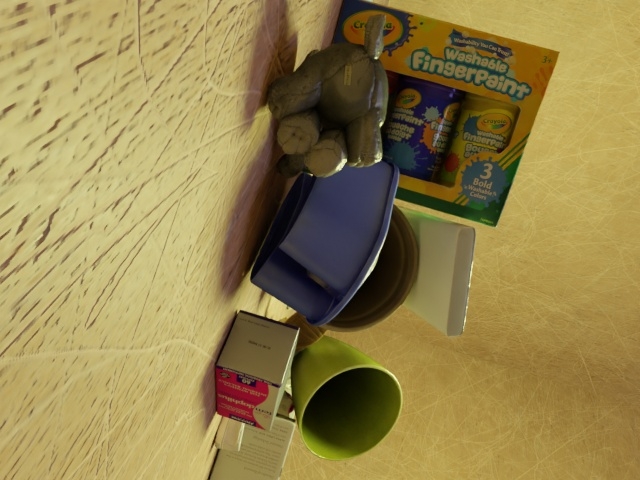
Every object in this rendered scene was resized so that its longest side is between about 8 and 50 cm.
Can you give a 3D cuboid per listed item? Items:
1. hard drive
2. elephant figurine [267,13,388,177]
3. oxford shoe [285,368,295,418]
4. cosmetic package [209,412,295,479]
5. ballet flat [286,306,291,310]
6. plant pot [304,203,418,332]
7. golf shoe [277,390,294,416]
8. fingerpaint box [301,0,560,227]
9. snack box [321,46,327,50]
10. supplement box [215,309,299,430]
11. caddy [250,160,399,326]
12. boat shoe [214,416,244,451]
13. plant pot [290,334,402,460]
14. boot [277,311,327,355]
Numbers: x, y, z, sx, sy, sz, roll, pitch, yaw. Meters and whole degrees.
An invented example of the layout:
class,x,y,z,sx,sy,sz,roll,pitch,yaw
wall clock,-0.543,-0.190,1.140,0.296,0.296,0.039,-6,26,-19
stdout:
class,x,y,z,sx,sy,sz,roll,pitch,yaw
hard drive,0.238,0.053,1.205,0.353,0.047,0.233,-145,-122,-70
elephant figurine,0.003,-0.180,0.708,0.239,0.186,0.169,-106,177,-76
oxford shoe,-0.138,0.490,1.673,0.130,0.169,0.449,-2,111,-64
cosmetic package,-0.156,0.498,1.207,0.151,0.151,0.183,97,10,-75
ballet flat,-0.087,0.216,1.978,0.168,0.052,0.057,-69,175,-56
plant pot,0.039,0.037,1.260,0.280,0.323,0.323,-162,-92,-77
golf shoe,-0.144,0.469,1.458,0.306,0.140,0.115,101,4,-77
fingerpaint box,0.218,-0.272,1.109,0.163,0.445,0.371,-58,165,-77
snack box,0.016,-0.275,0.986,0.022,0.064,0.178,-73,178,-55
supplement box,-0.115,0.238,0.909,0.220,0.111,0.114,103,5,-51
caddy,0.025,-0.017,0.876,0.241,0.179,0.341,-49,-164,45
boat shoe,-0.167,0.360,1.095,0.066,0.063,0.184,104,4,-45
plant pot,0.031,0.380,1.375,0.293,0.275,0.274,-137,-120,-63
boot,-0.066,0.243,1.394,0.262,0.095,0.203,-45,-178,7
